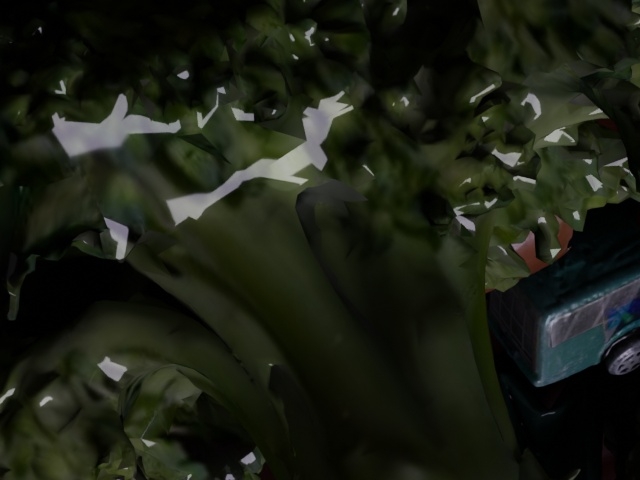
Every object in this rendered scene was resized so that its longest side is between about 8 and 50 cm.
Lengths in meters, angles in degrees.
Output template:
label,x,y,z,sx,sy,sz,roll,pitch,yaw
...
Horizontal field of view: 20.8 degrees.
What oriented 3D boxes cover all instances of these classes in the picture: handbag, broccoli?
label,x,y,z,sx,sy,sz,roll,pitch,yaw
handbag,0.148,0.262,1.348,0.089,0.238,0.326,5,145,-2
broccoli,-0.019,-0.011,0.757,0.338,0.318,0.277,9,156,3

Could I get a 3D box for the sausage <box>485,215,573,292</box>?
label,x,y,z,sx,sy,sz,roll,pitch,yaw
sausage,-0.045,0.035,0.964,0.419,0.094,0.094,-20,158,-22

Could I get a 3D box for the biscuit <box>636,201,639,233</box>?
label,x,y,z,sx,sy,sz,roll,pitch,yaw
biscuit,0.340,-0.061,1.044,0.325,0.107,0.326,-11,119,-21

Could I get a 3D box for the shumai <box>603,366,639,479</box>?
label,x,y,z,sx,sy,sz,roll,pitch,yaw
shumai,0.306,0.133,1.323,0.309,0.263,0.304,-32,121,-3

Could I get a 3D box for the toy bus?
label,x,y,z,sx,sy,sz,roll,pitch,yaw
toy bus,0.241,0.010,1.200,0.261,0.091,0.109,-25,143,-15

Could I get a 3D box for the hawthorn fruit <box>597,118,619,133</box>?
label,x,y,z,sx,sy,sz,roll,pitch,yaw
hawthorn fruit,0.180,-0.125,0.885,0.172,0.148,0.148,-11,146,-44
